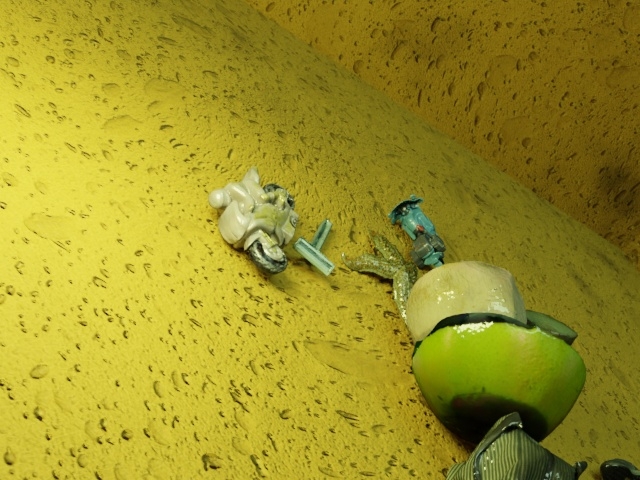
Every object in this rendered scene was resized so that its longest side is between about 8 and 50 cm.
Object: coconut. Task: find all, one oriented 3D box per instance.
[{"bbox_3d":[0.351,0.183,1.842,0.297,0.297,0.255,30,39,-23],"label":"coconut"}]

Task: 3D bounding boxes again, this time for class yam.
[{"bbox_3d":[0.524,0.299,1.967,0.161,0.268,0.161,24,24,-11],"label":"yam"}]

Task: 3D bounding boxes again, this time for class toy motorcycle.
[{"bbox_3d":[-0.156,-0.064,1.765,0.222,0.108,0.341,33,29,-15],"label":"toy motorcycle"},{"bbox_3d":[0.302,-0.031,2.333,0.182,0.123,0.272,37,23,-32],"label":"toy motorcycle"}]

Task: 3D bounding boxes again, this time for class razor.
[{"bbox_3d":[-0.007,0.007,1.932,0.111,0.056,0.278,40,18,-6],"label":"razor"}]

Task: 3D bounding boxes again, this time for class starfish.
[{"bbox_3d":[0.229,0.105,2.075,0.358,0.078,0.347,41,23,0],"label":"starfish"}]

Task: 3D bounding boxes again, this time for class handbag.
[{"bbox_3d":[0.365,0.506,1.430,0.247,0.240,0.341,37,27,0],"label":"handbag"}]

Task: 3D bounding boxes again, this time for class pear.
[{"bbox_3d":[0.371,0.331,1.637,0.398,0.399,0.165,32,54,-18],"label":"pear"}]

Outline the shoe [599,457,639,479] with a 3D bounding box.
[{"bbox_3d":[0.801,0.620,2.051,0.194,0.074,0.077,26,18,-34],"label":"shoe"}]
